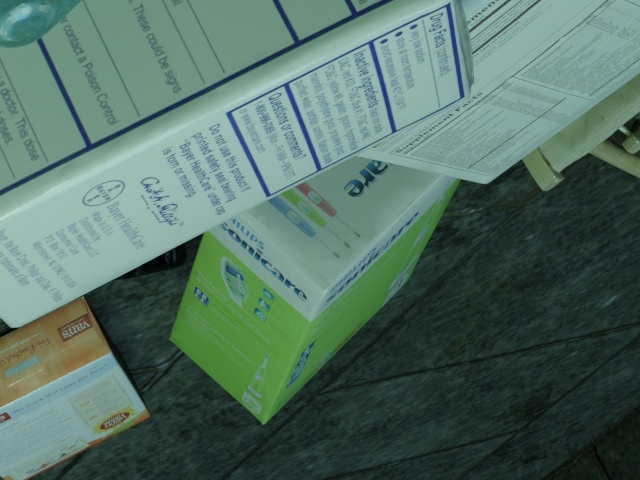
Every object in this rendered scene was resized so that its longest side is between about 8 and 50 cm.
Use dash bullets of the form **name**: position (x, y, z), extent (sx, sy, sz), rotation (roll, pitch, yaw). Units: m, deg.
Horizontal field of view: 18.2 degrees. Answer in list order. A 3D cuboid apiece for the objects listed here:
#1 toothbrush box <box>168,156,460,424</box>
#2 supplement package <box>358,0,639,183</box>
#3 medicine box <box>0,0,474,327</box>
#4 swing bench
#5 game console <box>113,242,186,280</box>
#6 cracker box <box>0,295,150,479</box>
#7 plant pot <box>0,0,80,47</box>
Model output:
- **toothbrush box**: position (0.000, 0.000, 1.660), extent (0.206, 0.122, 0.283), rotation (-44, 171, -26)
- **supplement package**: position (0.077, -0.182, 1.280), extent (0.198, 0.199, 0.262), rotation (-37, 158, 24)
- **medicine box**: position (-0.106, -0.143, 1.046), extent (0.289, 0.263, 0.149), rotation (-26, 161, -1)
- **swing bench**: position (0.309, -0.170, 1.679), extent (0.254, 0.165, 0.253), rotation (5, 144, -47)
- **game console**: position (-0.183, -0.055, 1.425), extent (0.250, 0.173, 0.293), rotation (0, -178, 13)
- **cracker box**: position (-0.257, 0.145, 1.868), extent (0.155, 0.067, 0.232), rotation (-26, 161, -5)
- **plant pot**: position (-0.165, -0.222, 0.791), extent (0.248, 0.252, 0.247), rotation (-38, 157, 26)
